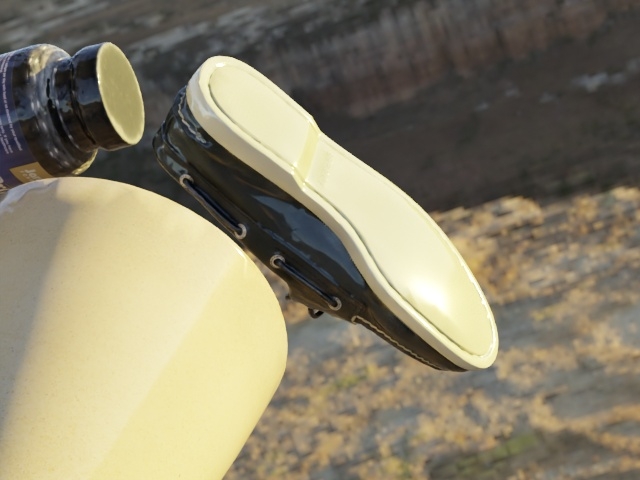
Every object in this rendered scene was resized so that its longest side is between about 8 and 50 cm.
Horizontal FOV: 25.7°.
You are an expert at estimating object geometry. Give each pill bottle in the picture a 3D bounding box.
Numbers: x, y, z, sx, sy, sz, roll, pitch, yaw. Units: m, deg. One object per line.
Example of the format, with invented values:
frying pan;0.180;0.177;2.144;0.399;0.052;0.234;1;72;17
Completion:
pill bottle;-0.276;-0.106;1.256;0.219;0.123;0.123;-13;14;16

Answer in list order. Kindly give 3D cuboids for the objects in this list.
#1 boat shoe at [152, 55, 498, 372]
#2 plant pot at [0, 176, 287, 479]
boat shoe;-0.001;0.002;1.154;0.113;0.340;0.127;-38;20;35
plant pot;-0.180;0.139;0.933;0.256;0.256;0.274;-14;32;27
